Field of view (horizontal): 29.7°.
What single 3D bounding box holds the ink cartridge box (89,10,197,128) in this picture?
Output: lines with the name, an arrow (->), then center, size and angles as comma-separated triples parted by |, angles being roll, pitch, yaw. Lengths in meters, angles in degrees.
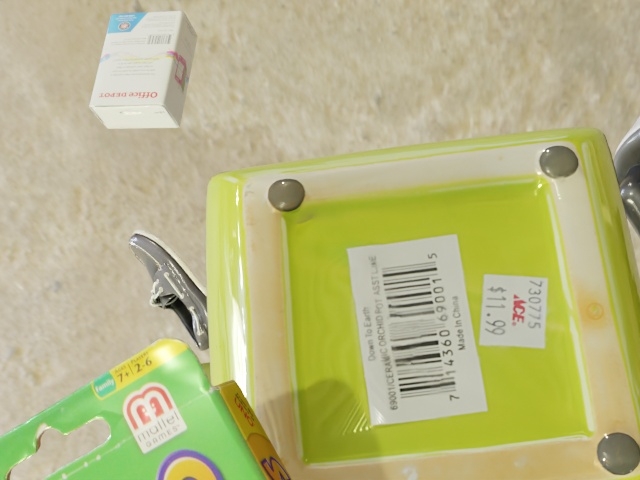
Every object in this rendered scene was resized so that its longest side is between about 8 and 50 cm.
ink cartridge box -> -0.192, -0.185, 1.321 | 0.088, 0.052, 0.122 | 1, 64, 16

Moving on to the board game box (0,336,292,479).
board game box -> -0.032, 0.171, 0.414 | 0.124, 0.039, 0.259 | -31, 86, 9

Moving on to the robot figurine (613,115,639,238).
robot figurine -> 0.421, -0.091, 1.298 | 0.209, 0.174, 0.278 | 20, 44, 25

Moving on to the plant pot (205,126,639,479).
plant pot -> 0.053, 0.074, 0.600 | 0.227, 0.207, 0.228 | -6, 65, 3

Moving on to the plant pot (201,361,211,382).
plant pot -> -0.042, 0.253, 1.500 | 0.293, 0.275, 0.275 | 11, 75, 2

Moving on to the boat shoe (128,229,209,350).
boat shoe -> -0.200, 0.067, 1.631 | 0.065, 0.075, 0.206 | -41, 71, -19
